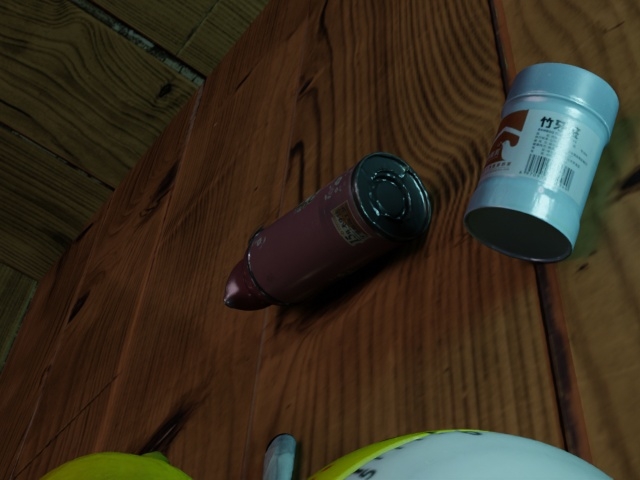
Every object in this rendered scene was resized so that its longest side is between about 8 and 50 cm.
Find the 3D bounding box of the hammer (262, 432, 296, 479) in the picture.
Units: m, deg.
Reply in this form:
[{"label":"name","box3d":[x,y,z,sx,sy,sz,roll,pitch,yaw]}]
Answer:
[{"label":"hammer","box3d":[-0.051,0.340,0.872,0.152,0.044,0.426,-51,17,32]}]

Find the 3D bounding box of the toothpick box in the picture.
[{"label":"toothpick box","box3d":[0.199,-0.070,0.835,0.101,0.101,0.153,-16,46,59]}]

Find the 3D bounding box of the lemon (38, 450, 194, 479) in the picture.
[{"label":"lemon","box3d":[-0.223,0.363,0.963,0.260,0.261,0.283,-33,57,47]}]

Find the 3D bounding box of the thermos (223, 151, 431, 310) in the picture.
[{"label":"thermos","box3d":[-0.007,-0.002,1.172,0.330,0.110,0.136,-33,33,48]}]

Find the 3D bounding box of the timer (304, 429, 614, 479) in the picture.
[{"label":"timer","box3d":[0.055,0.242,0.534,0.285,0.285,0.285,-46,25,28]}]
